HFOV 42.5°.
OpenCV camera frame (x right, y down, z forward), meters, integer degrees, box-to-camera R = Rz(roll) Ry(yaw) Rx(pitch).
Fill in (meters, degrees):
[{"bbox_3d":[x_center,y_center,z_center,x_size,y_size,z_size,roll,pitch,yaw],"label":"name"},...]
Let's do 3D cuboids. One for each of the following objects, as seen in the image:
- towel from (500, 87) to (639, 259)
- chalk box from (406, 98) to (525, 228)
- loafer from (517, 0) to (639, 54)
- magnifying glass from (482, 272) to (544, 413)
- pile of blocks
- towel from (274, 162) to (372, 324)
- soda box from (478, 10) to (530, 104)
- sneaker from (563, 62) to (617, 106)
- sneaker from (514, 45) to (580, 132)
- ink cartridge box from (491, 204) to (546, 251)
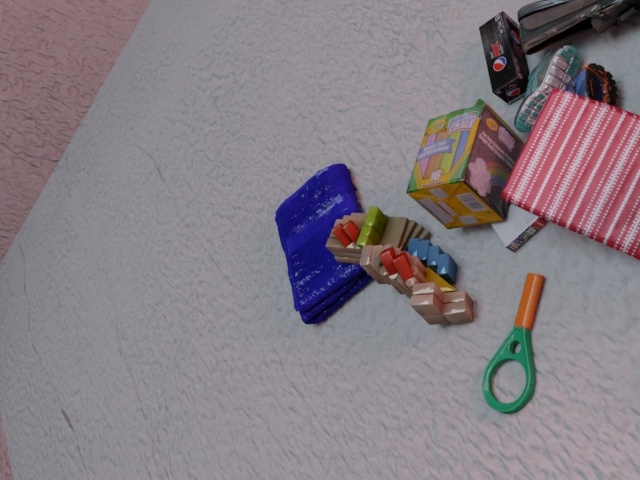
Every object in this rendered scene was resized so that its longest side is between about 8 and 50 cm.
[{"bbox_3d":[0.434,-0.097,1.234,0.275,0.031,0.199,27,94,27],"label":"towel"},{"bbox_3d":[0.262,-0.148,1.453,0.132,0.132,0.213,-11,50,47],"label":"chalk box"},{"bbox_3d":[0.458,-0.376,1.389,0.267,0.096,0.084,-4,81,46],"label":"loafer"},{"bbox_3d":[0.321,0.165,1.329,0.092,0.026,0.231,6,78,51],"label":"magnifying glass"},{"bbox_3d":[0.142,0.020,1.504,0.149,0.112,0.362,-51,48,-5],"label":"pile of blocks"},{"bbox_3d":[0.000,0.000,1.747,0.227,0.076,0.308,-44,43,28],"label":"towel"},{"bbox_3d":[0.345,-0.341,1.532,0.060,0.053,0.169,-30,50,38],"label":"soda box"},{"bbox_3d":[0.433,-0.173,1.336,0.087,0.083,0.221,149,132,-63],"label":"sneaker"},{"bbox_3d":[0.390,-0.266,1.449,0.166,0.065,0.076,-58,22,6],"label":"sneaker"},{"bbox_3d":[0.349,-0.041,1.394,0.115,0.029,0.063,-45,42,23],"label":"ink cartridge box"}]
